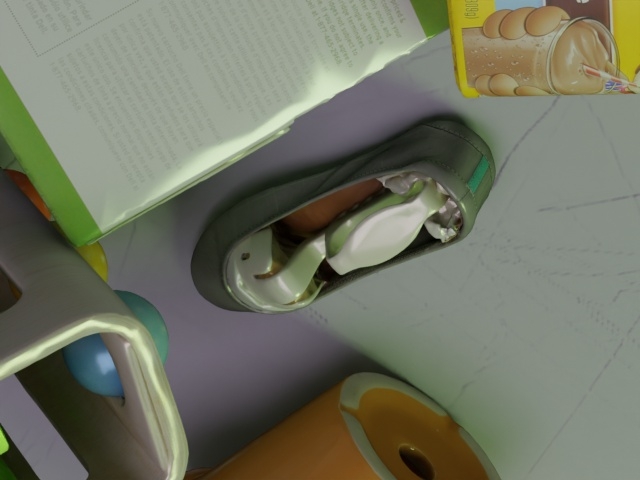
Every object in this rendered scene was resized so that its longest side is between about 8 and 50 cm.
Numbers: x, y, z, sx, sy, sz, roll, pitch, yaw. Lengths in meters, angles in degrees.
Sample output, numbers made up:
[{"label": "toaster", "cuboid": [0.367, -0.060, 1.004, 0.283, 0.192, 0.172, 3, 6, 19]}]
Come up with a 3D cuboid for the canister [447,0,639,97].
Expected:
[{"label": "canister", "cuboid": [0.145, -0.124, 0.768, 0.170, 0.073, 0.126, 0, 123, 14]}]

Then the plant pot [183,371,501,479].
[{"label": "plant pot", "cuboid": [0.005, 0.185, 0.999, 0.205, 0.205, 0.188, 36, 113, -11]}]

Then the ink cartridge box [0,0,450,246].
[{"label": "ink cartridge box", "cuboid": [-0.060, -0.145, 0.824, 0.255, 0.097, 0.188, -30, 118, -4]}]

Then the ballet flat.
[{"label": "ballet flat", "cuboid": [0.000, 0.000, 0.923, 0.213, 0.068, 0.072, -27, 115, 33]}]

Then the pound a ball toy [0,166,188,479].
[{"label": "pound a ball toy", "cuboid": [-0.178, 0.056, 0.925, 0.136, 0.319, 0.208, -27, 126, -18]}]
